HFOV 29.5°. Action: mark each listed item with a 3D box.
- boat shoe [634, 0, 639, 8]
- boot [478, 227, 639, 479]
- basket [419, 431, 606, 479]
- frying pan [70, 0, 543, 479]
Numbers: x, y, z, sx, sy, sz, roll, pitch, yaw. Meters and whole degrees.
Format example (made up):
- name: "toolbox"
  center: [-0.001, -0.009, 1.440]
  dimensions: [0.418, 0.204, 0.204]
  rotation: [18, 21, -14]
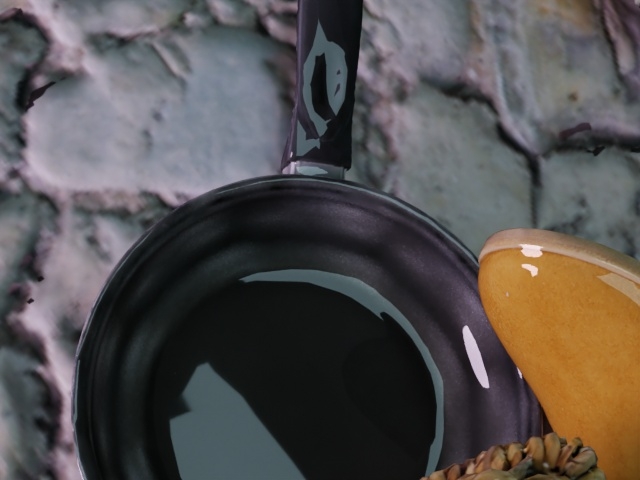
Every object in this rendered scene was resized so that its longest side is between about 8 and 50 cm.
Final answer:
- name: "boat shoe"
  center: [0.356, -0.262, 0.637]
  dimensions: [0.500, 0.187, 0.156]
  rotation: [-24, 85, -15]
- name: "boot"
  center: [0.128, 0.157, 0.464]
  dimensions: [0.295, 0.104, 0.211]
  rotation: [42, 70, -13]
- name: "basket"
  center: [0.026, 0.252, 0.386]
  dimensions: [0.223, 0.213, 0.299]
  rotation: [-21, 80, -50]
- name: "frying pan"
  center: [-0.026, 0.010, 0.515]
  dimensions: [0.197, 0.053, 0.326]
  rotation: [-16, 76, -21]
